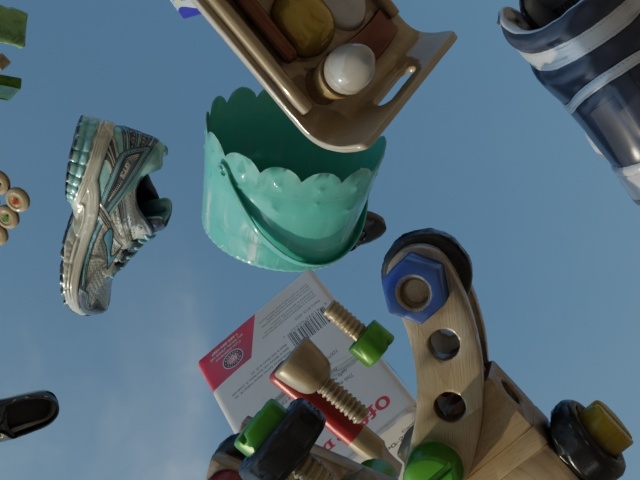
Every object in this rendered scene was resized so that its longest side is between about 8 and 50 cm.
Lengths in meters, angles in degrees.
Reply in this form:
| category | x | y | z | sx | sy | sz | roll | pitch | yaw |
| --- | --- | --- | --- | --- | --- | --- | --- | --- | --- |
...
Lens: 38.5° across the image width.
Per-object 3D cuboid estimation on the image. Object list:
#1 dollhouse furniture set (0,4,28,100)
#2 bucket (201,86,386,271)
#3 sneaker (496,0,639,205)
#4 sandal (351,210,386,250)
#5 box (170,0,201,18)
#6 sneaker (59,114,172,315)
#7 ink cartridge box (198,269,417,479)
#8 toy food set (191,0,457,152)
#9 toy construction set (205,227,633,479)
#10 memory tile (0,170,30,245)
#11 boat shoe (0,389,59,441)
| category | x | y | z | sx | sy | sz | roll | pitch | yaw |
| --- | --- | --- | --- | --- | --- | --- | --- | --- | --- |
| dollhouse furniture set | -0.457 | -0.283 | 1.317 | 0.076 | 0.058 | 0.152 | 8 | -106 | -32 |
| bucket | -0.049 | -0.093 | 1.383 | 0.281 | 0.281 | 0.183 | -25 | -40 | -43 |
| sneaker | 0.204 | -0.132 | 0.651 | 0.153 | 0.099 | 0.282 | 51 | -160 | -7 |
| sandal | -0.001 | 0.000 | 1.561 | 0.254 | 0.097 | 0.054 | -6 | -120 | -28 |
| box | -0.225 | -0.460 | 1.566 | 0.072 | 0.126 | 0.137 | -48 | -63 | -19 |
| sneaker | -0.248 | -0.012 | 1.117 | 0.122 | 0.283 | 0.110 | 9 | -142 | -7 |
| ink cartridge box | -0.004 | 0.172 | 0.986 | 0.172 | 0.237 | 0.100 | -40 | -46 | 0 |
| toy food set | -0.004 | -0.265 | 0.923 | 0.306 | 0.092 | 0.220 | 50 | -126 | -17 |
| toy construction set | 0.072 | 0.156 | 0.645 | 0.237 | 0.309 | 0.257 | 40 | -97 | 1 |
| memory tile | -0.491 | -0.070 | 1.313 | 0.148 | 0.113 | 0.012 | 41 | -151 | -3 |
| boat shoe | -0.369 | 0.208 | 1.060 | 0.133 | 0.042 | 0.049 | -16 | -80 | -22 |
